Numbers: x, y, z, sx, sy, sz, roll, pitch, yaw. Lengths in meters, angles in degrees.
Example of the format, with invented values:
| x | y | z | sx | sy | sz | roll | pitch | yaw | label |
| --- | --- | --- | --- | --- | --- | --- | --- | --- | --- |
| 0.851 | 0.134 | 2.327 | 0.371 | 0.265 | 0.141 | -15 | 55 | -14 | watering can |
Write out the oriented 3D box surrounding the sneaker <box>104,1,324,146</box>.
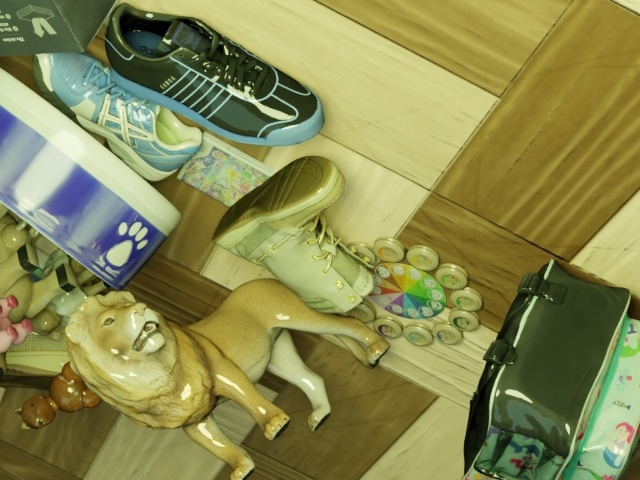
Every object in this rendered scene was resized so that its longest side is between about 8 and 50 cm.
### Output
| x | y | z | sx | sy | sz | roll | pitch | yaw | label |
| --- | --- | --- | --- | --- | --- | --- | --- | --- | --- |
| -0.106 | -0.164 | 1.431 | 0.232 | 0.081 | 0.090 | 18 | 150 | 9 | sneaker |

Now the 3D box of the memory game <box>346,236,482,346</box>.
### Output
| x | y | z | sx | sy | sz | roll | pitch | yaw | label |
| --- | --- | --- | --- | --- | --- | --- | --- | --- | --- |
| 0.095 | 0.061 | 1.661 | 0.186 | 0.012 | 0.186 | 14 | 143 | 11 | memory game |

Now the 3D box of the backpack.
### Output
| x | y | z | sx | sy | sz | roll | pitch | yaw | label |
| --- | --- | --- | --- | --- | --- | --- | --- | --- | --- |
| 0.248 | 0.173 | 1.547 | 0.191 | 0.225 | 0.253 | 26 | 147 | 5 | backpack |

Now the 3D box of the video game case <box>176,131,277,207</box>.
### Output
| x | y | z | sx | sy | sz | roll | pitch | yaw | label |
| --- | --- | --- | --- | --- | --- | --- | --- | --- | --- |
| -0.090 | -0.065 | 1.602 | 0.122 | 0.011 | 0.087 | 29 | 143 | -8 | video game case |

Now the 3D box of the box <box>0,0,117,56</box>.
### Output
| x | y | z | sx | sy | sz | roll | pitch | yaw | label |
| --- | --- | --- | --- | --- | --- | --- | --- | --- | --- |
| -0.304 | -0.263 | 1.401 | 0.156 | 0.093 | 0.158 | 1 | 137 | 28 | box |

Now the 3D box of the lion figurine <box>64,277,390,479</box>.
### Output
| x | y | z | sx | sy | sz | roll | pitch | yaw | label |
| --- | --- | --- | --- | --- | --- | --- | --- | --- | --- |
| -0.100 | 0.122 | 1.629 | 0.240 | 0.392 | 0.142 | 41 | 116 | 15 | lion figurine |

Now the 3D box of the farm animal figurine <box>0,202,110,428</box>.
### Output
| x | y | z | sx | sy | sz | roll | pitch | yaw | label |
| --- | --- | --- | --- | --- | --- | --- | --- | --- | --- |
| -0.384 | 0.065 | 1.645 | 0.172 | 0.327 | 0.330 | -31 | 126 | 16 | farm animal figurine |

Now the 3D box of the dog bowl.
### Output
| x | y | z | sx | sy | sz | roll | pitch | yaw | label |
| --- | --- | --- | --- | --- | --- | --- | --- | --- | --- |
| -0.277 | -0.066 | 1.513 | 0.265 | 0.104 | 0.265 | 37 | 175 | 4 | dog bowl |

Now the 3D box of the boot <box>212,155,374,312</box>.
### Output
| x | y | z | sx | sy | sz | roll | pitch | yaw | label |
| --- | --- | --- | --- | --- | --- | --- | --- | --- | --- |
| 0.000 | 0.000 | 1.562 | 0.165 | 0.077 | 0.213 | 38 | 145 | -18 | boot |

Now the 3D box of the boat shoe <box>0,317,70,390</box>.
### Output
| x | y | z | sx | sy | sz | roll | pitch | yaw | label |
| --- | --- | --- | --- | --- | --- | --- | --- | --- | --- |
| -0.415 | 0.126 | 1.877 | 0.341 | 0.110 | 0.121 | 7 | 161 | -4 | boat shoe |

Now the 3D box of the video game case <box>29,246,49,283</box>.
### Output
| x | y | z | sx | sy | sz | roll | pitch | yaw | label |
| --- | --- | --- | --- | --- | --- | --- | --- | --- | --- |
| -0.431 | 0.031 | 1.886 | 0.190 | 0.022 | 0.173 | 37 | 140 | -18 | video game case |

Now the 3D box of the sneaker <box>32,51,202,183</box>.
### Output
| x | y | z | sx | sy | sz | roll | pitch | yaw | label |
| --- | --- | --- | --- | --- | --- | --- | --- | --- | --- |
| -0.210 | -0.146 | 1.520 | 0.081 | 0.080 | 0.211 | -22 | 135 | 35 | sneaker |
